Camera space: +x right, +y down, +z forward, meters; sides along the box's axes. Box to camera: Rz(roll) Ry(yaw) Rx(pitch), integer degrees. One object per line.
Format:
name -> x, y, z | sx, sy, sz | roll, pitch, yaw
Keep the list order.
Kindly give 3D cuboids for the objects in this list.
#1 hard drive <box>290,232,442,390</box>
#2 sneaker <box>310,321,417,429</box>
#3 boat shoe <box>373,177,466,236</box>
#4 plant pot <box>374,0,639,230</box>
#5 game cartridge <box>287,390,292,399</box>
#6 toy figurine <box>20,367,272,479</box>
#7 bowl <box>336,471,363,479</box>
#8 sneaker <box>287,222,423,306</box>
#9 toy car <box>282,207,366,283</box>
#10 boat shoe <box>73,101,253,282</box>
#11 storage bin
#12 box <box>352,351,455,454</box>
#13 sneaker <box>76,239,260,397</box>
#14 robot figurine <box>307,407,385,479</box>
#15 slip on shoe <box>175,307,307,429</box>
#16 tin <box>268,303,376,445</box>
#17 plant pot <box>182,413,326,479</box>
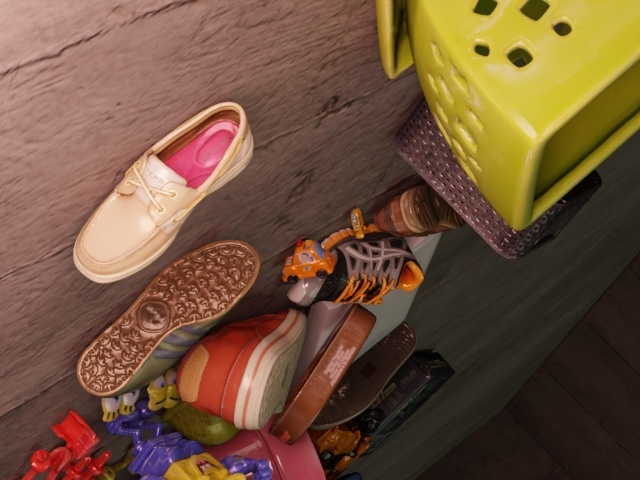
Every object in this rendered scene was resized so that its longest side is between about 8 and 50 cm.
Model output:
hard drive -> 0.057, 0.082, 1.853 | 0.203, 0.040, 0.307 | -37, 164, -22
sneaker -> 0.053, 0.220, 2.138 | 0.222, 0.083, 0.118 | -38, 165, -25
boat shoe -> 0.117, -0.036, 1.668 | 0.060, 0.064, 0.178 | -16, 177, 28
plant pot -> 0.168, -0.175, 1.109 | 0.228, 0.207, 0.227 | -42, 166, -8
game cartridge -> -0.069, 0.240, 1.956 | 0.056, 0.017, 0.083 | -35, 163, -41
toy figurine -> -0.144, 0.277, 1.521 | 0.191, 0.217, 0.362 | -47, 164, 13
bowl -> -0.079, 0.506, 2.418 | 0.391, 0.077, 0.391 | -28, 173, -4
sneaker -> 0.044, 0.036, 1.613 | 0.215, 0.083, 0.084 | -22, 156, -50
toy car -> 0.000, 0.000, 1.525 | 0.122, 0.060, 0.040 | -51, 132, -51
boat shoe -> -0.114, -0.041, 1.038 | 0.170, 0.063, 0.059 | -47, 165, -24
storage bin -> 0.178, -0.081, 1.446 | 0.122, 0.180, 0.084 | -23, 156, -53
box -> 0.125, 0.299, 2.589 | 0.233, 0.059, 0.183 | -46, 165, 13
sneaker -> -0.138, 0.073, 1.294 | 0.192, 0.064, 0.086 | -40, 172, -13
robot figurine -> -0.002, 0.329, 2.296 | 0.211, 0.085, 0.291 | -44, 165, 5
slip on shoe -> -0.079, 0.129, 1.540 | 0.331, 0.101, 0.123 | -22, 127, -82
tin -> 0.004, 0.153, 1.655 | 0.190, 0.040, 0.106 | -56, 177, -27
plant pot -> -0.110, 0.299, 1.761 | 0.180, 0.201, 0.201 | -20, 157, -21
